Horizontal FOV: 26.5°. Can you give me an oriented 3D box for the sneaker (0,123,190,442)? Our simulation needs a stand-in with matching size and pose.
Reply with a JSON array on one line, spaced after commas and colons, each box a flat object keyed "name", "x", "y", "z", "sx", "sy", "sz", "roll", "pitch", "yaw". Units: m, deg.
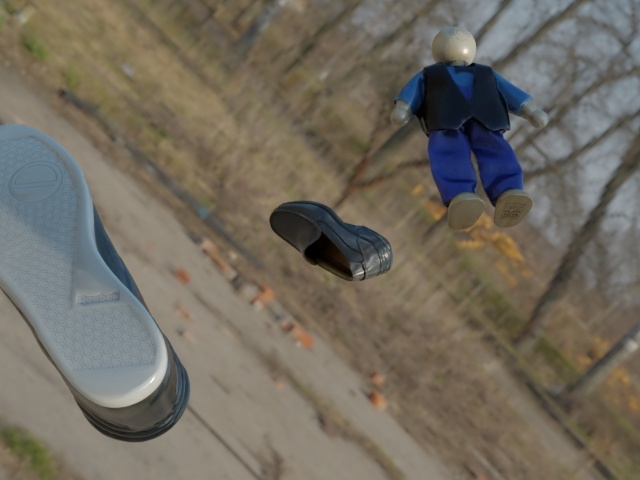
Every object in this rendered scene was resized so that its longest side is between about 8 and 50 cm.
[{"name": "sneaker", "x": -0.199, "y": 0.043, "z": 1.087, "sx": 0.296, "sy": 0.104, "sz": 0.147, "roll": 54, "pitch": -14, "yaw": 30}]

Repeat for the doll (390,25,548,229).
[{"name": "doll", "x": 0.122, "y": -0.096, "z": 1.091, "sx": 0.046, "sy": 0.129, "sz": 0.189, "roll": 98, "pitch": -14, "yaw": -54}]

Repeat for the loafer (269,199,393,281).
[{"name": "loafer", "x": 0.000, "y": 0.000, "z": 1.539, "sx": 0.170, "sy": 0.061, "sz": 0.062, "roll": 20, "pitch": -55, "yaw": 38}]
